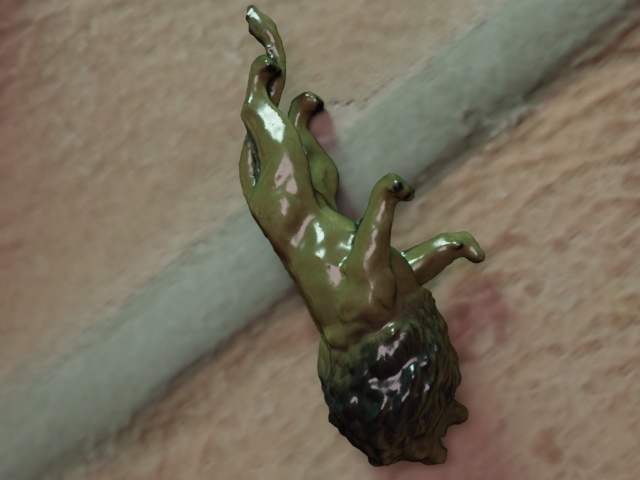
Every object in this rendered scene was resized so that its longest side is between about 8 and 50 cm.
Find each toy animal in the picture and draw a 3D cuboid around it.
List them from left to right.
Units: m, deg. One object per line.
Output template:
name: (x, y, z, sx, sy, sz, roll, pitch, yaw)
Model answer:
toy animal: (0.014, -0.010, 0.525, 0.086, 0.069, 0.220, -25, 75, 14)
